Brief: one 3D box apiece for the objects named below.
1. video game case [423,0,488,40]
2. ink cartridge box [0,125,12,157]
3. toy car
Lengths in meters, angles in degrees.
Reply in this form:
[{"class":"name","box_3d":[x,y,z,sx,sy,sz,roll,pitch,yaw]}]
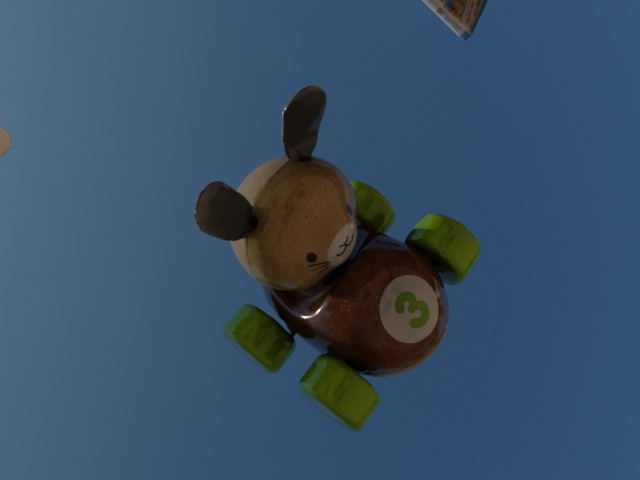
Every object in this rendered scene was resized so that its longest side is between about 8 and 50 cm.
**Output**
[{"class":"video game case","box_3d":[0.121,-0.312,0.677,0.166,0.015,0.119,38,-125,-15]},{"class":"ink cartridge box","box_3d":[-0.258,-0.036,0.294,0.198,0.067,0.115,-36,-60,3]},{"class":"toy car","box_3d":[0.000,0.000,0.387,0.155,0.149,0.188,-51,-36,-18]}]
